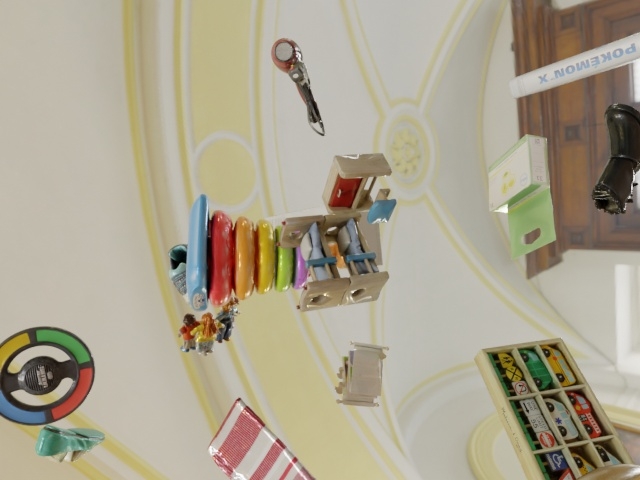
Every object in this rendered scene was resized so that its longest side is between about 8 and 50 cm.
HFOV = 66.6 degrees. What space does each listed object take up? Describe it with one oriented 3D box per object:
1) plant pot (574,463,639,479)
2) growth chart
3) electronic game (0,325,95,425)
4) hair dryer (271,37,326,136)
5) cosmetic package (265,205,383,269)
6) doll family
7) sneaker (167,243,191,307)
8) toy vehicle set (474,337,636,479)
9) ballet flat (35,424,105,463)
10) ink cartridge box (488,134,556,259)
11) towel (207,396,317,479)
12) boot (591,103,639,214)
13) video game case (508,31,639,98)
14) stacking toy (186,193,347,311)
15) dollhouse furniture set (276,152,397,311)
[{"bbox_3d":[0.229,0.298,0.464,0.236,0.032,0.236,-16,-57,-25],"label":"plant pot"},{"bbox_3d":[0.142,0.461,1.693,0.171,0.021,0.237,14,-119,-1],"label":"growth chart"},{"bbox_3d":[-0.648,0.313,1.130,0.229,0.048,0.229,0,-90,-23],"label":"electronic game"},{"bbox_3d":[-0.066,-0.420,1.291,0.224,0.080,0.294,67,-172,-47],"label":"hair dryer"},{"bbox_3d":[0.000,0.000,1.512,0.155,0.365,0.197,-1,-94,-46],"label":"cosmetic package"},{"bbox_3d":[-0.334,0.271,1.587,0.263,0.118,0.163,-25,-45,-48],"label":"doll family"},{"bbox_3d":[-0.323,0.044,1.244,0.110,0.283,0.122,-34,-64,5],"label":"sneaker"},{"bbox_3d":[0.381,0.293,0.791,0.165,0.035,0.267,-5,-128,-14],"label":"toy vehicle set"},{"bbox_3d":[-0.665,0.540,1.287,0.247,0.083,0.087,73,-145,-65],"label":"ballet flat"},{"bbox_3d":[0.446,-0.092,1.096,0.056,0.171,0.235,8,-108,-8],"label":"ink cartridge box"},{"bbox_3d":[-0.177,0.644,1.398,0.037,0.329,0.237,-11,-44,-59],"label":"towel"},{"bbox_3d":[0.380,-0.099,0.627,0.121,0.045,0.099,43,-104,-35],"label":"boot"},{"bbox_3d":[0.512,-0.307,0.775,0.329,0.300,0.036,-25,-79,-40],"label":"video game case"},{"bbox_3d":[-0.072,0.030,0.839,0.301,0.175,0.166,1,-117,-12],"label":"stacking toy"},{"bbox_3d":[0.026,-0.008,0.687,0.128,0.184,0.129,-7,-126,-20],"label":"dollhouse furniture set"}]
